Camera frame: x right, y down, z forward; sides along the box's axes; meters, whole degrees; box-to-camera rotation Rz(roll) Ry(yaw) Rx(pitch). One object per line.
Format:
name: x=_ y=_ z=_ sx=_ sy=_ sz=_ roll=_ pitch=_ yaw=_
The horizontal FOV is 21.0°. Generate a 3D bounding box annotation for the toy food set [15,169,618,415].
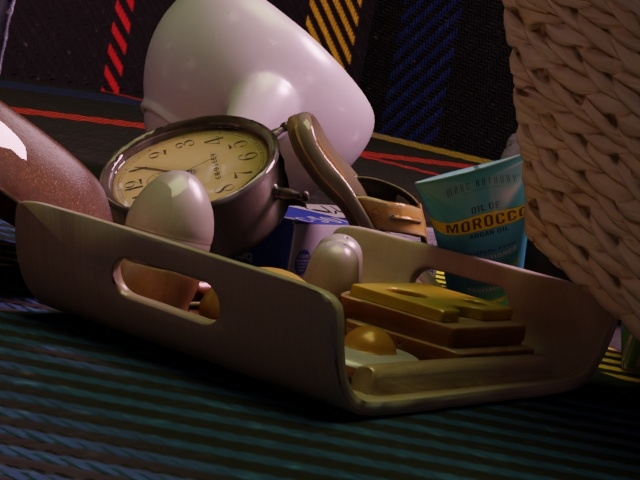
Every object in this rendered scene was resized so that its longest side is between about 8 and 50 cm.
toy food set: x=0.008 y=0.020 z=0.976 sx=0.219 sy=0.092 sz=0.306 roll=15 pitch=8 yaw=35

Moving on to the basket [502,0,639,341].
basket: x=0.306 y=-0.086 z=0.917 sx=0.328 sy=0.266 sz=0.331 roll=-20 pitch=33 yaw=-18

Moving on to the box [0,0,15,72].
box: x=-0.518 y=-0.240 z=1.454 sx=0.479 sy=0.297 sz=0.472 roll=9 pitch=6 yaw=-16

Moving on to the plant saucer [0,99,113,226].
plant saucer: x=-0.247 y=-0.078 z=1.054 sx=0.310 sy=0.050 sz=0.310 roll=32 pitch=-7 yaw=5

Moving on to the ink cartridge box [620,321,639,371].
ink cartridge box: x=0.292 y=0.067 z=1.101 sx=0.188 sy=0.097 sz=0.255 roll=11 pitch=41 yaw=0

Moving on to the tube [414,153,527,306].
tube: x=0.107 y=-0.007 z=1.138 sx=0.080 sy=0.052 sz=0.207 roll=-19 pitch=-24 yaw=-2

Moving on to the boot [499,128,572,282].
boot: x=0.393 y=-0.009 z=1.326 sx=0.445 sy=0.146 sz=0.367 roll=4 pitch=2 yaw=26

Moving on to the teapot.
teapot: x=-0.086 y=-0.119 z=1.681 sx=0.252 sy=0.187 sz=0.256 roll=37 pitch=-7 yaw=32

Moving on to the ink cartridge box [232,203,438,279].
ink cartridge box: x=0.000 y=0.000 z=1.333 sx=0.097 sy=0.046 sz=0.207 roll=14 pitch=8 yaw=35

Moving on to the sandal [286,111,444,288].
sandal: x=0.043 y=-0.024 z=1.222 sx=0.180 sy=0.049 sz=0.072 roll=54 pitch=9 yaw=-13

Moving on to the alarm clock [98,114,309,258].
alarm clock: x=-0.106 y=-0.028 z=1.212 sx=0.192 sy=0.064 sz=0.129 roll=-11 pitch=33 yaw=-2
